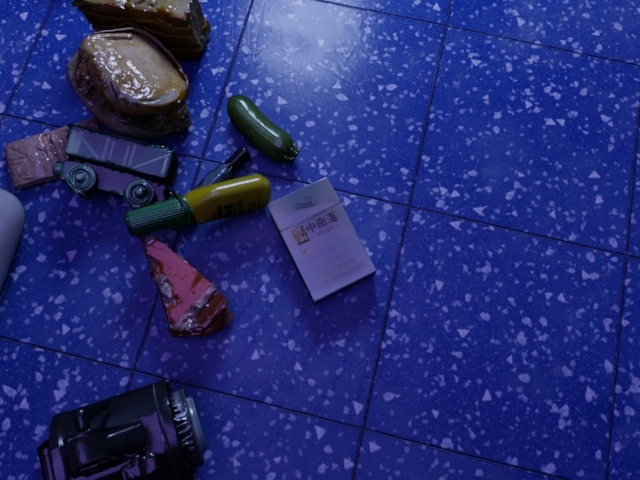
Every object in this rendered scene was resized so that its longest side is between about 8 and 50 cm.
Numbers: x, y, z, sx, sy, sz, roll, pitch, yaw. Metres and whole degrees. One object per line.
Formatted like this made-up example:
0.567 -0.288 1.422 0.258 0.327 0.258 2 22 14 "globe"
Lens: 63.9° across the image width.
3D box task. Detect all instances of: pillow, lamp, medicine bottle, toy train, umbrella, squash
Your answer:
-0.616 -0.205 1.200 0.233 0.043 0.126 -19 81 -8 "pillow"
-0.353 0.389 0.954 0.272 0.374 0.205 -6 65 -35 "lamp"
-0.258 -0.074 1.098 0.309 0.111 0.076 -16 72 -19 "medicine bottle"
-0.445 -0.154 1.134 0.270 0.115 0.154 14 85 -4 "toy train"
-0.256 -0.122 1.171 0.052 0.053 0.250 41 81 11 "umbrella"
-0.139 -0.258 1.200 0.219 0.068 0.077 41 74 9 "squash"

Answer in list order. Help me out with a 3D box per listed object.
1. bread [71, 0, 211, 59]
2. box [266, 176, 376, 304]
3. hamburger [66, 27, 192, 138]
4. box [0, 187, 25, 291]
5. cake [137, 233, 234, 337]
-0.414 -0.527 1.214 0.275 0.185 0.114 12 81 3 "bread"
0.000 0.000 1.133 0.155 0.067 0.242 -26 77 -8 "box"
-0.409 -0.348 1.149 0.286 0.146 0.243 21 54 -25 "hamburger"
-0.807 0.035 1.083 0.289 0.141 0.348 12 76 2 "box"
-0.317 0.093 1.092 0.135 0.098 0.287 -42 80 -10 "cake"
